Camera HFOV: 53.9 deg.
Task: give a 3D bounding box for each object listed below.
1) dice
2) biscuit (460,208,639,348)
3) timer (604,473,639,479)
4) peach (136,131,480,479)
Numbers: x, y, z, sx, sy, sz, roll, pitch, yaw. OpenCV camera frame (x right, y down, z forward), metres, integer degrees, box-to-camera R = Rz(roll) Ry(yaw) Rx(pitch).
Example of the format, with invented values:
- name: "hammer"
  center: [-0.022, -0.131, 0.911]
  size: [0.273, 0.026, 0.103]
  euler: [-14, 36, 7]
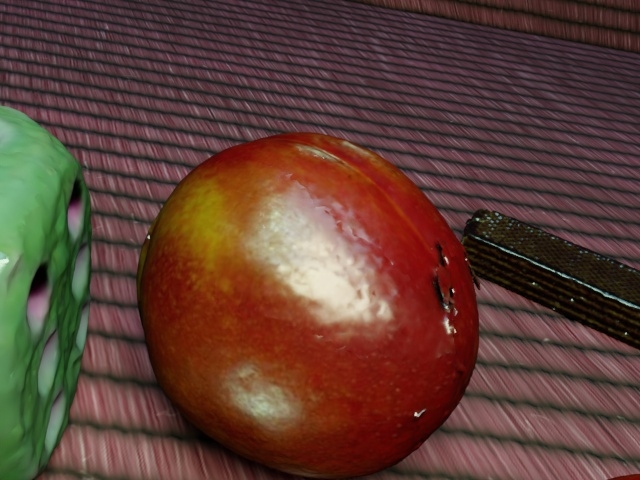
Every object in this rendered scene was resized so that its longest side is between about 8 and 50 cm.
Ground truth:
- name: "dice"
  center: [-0.399, 0.063, 0.577]
  size: [0.330, 0.322, 0.318]
  euler: [9, 36, -7]
- name: "biscuit"
  center: [0.402, 0.065, 0.988]
  size: [0.388, 0.073, 0.107]
  euler: [26, 38, 18]
- name: "timer"
  center: [0.288, 0.350, 0.414]
  size: [0.378, 0.279, 0.378]
  euler: [5, 35, -4]
- name: "peach"
  center: [-0.004, 0.061, 0.668]
  size: [0.370, 0.370, 0.370]
  euler: [7, 37, -5]
